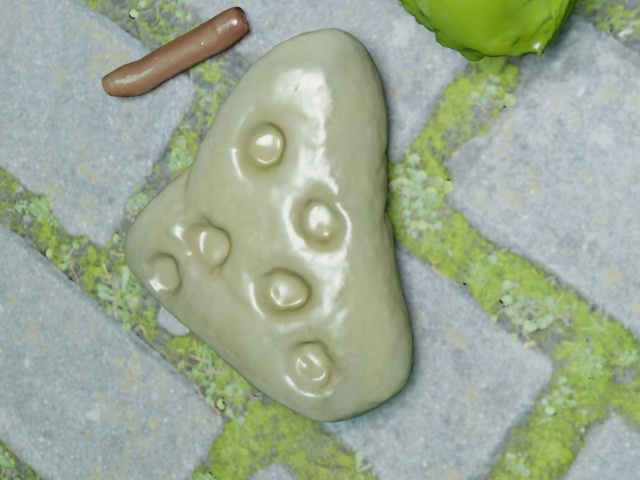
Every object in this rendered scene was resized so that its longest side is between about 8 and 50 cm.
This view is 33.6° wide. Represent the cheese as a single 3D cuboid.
[{"bbox_3d":[0.000,0.000,1.083,0.328,0.130,0.351,46,109,14],"label":"cheese"}]

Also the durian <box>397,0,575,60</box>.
[{"bbox_3d":[0.115,-0.319,0.962,0.204,0.255,0.339,-34,64,-20],"label":"durian"}]

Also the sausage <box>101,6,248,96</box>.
[{"bbox_3d":[-0.160,-0.204,1.175,0.186,0.043,0.043,-23,85,20],"label":"sausage"}]
